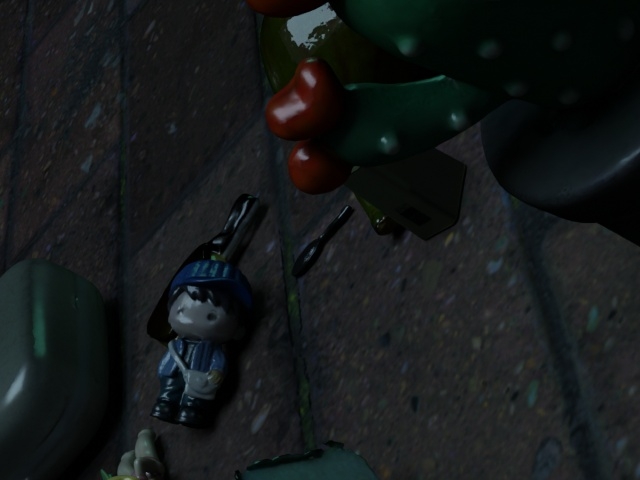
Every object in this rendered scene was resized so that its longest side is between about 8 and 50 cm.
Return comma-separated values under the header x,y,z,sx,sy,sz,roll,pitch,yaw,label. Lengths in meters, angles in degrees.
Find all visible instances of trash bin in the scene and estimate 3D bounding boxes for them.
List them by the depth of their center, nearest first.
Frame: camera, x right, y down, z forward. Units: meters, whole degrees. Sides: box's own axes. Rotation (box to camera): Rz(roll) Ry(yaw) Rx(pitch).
x,y,z,sx,sy,sz,roll,pitch,yaw,label
0.061,-0.051,1.362,0.043,0.092,0.061,-32,36,46,trash bin

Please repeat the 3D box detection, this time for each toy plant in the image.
x,y,z,sx,sy,sz,roll,pitch,yaw,label
0.145,-0.114,0.930,0.279,0.400,0.185,-29,41,45,toy plant

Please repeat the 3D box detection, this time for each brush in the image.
x,y,z,sx,sy,sz,roll,pitch,yaw,label
0.000,0.000,1.512,0.083,0.008,0.024,-49,25,21,brush

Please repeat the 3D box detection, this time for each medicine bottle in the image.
x,y,z,sx,sy,sz,roll,pitch,yaw,label
-0.357,0.205,1.795,0.375,0.123,0.282,-47,30,21,medicine bottle

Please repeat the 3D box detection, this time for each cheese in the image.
x,y,z,sx,sy,sz,roll,pitch,yaw,label
-0.105,0.028,1.636,0.162,0.036,0.086,-61,23,-5,cheese

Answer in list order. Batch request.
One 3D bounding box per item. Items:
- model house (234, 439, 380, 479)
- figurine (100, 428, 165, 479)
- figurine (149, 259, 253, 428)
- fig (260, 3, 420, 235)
x,y,z,sx,sy,sz,roll,pitch,yaw,label
-0.008,0.241,1.186,0.148,0.119,0.148,47,131,40,model house
-0.166,0.220,1.509,0.083,0.083,0.187,-50,18,18,figurine
-0.102,0.089,1.536,0.086,0.087,0.149,7,78,23,figurine
0.035,-0.113,1.490,0.151,0.151,0.259,-29,66,46,fig
